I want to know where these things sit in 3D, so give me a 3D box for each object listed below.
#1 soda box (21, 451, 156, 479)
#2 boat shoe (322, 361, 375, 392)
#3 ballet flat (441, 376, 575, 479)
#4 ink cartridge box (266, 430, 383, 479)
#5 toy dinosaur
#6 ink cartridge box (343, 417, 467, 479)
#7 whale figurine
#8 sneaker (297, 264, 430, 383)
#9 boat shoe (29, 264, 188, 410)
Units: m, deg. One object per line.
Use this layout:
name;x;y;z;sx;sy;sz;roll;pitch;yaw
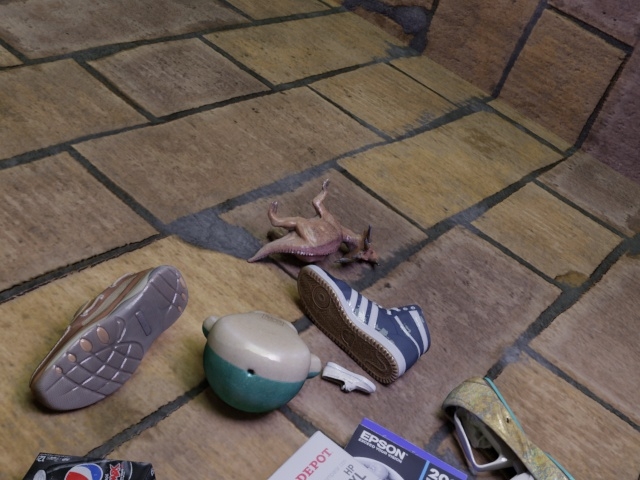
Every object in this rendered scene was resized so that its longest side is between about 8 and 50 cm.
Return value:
soda box;-0.305;0.328;1.133;0.169;0.060;0.053;1;33;13
boat shoe;0.049;0.255;1.523;0.100;0.035;0.035;27;61;1
ballet flat;0.326;0.383;1.442;0.123;0.123;0.348;-5;43;-35
ink cartridge box;0.039;0.442;1.160;0.307;0.129;0.223;34;36;18
toy dinosaur;0.000;0.000;1.777;0.296;0.127;0.200;-23;60;-40
ink cartridge box;0.131;0.384;1.373;0.206;0.045;0.208;28;32;9
whale figurine;-0.108;0.200;1.447;0.216;0.141;0.272;21;9;-2
sneaker;0.089;0.140;1.640;0.153;0.099;0.282;-25;62;-42
boat shoe;-0.350;0.154;1.379;0.116;0.123;0.324;2;30;35
